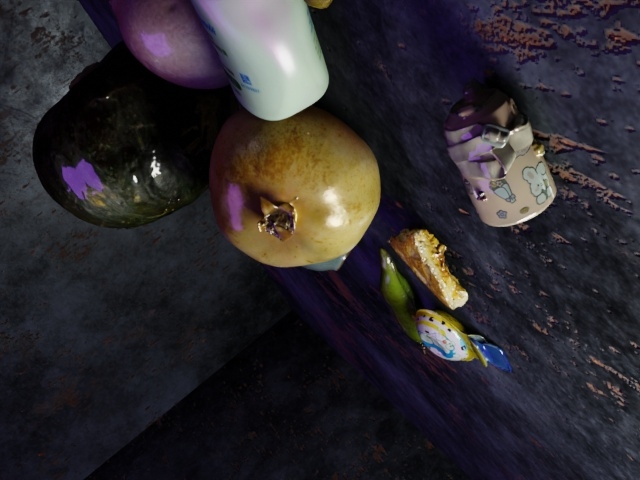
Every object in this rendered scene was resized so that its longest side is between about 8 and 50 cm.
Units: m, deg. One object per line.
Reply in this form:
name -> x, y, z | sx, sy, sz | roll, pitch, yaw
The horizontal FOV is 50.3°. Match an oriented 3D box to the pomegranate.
pomegranate -> -0.050, -0.091, 1.157 | 0.319, 0.319, 0.319 | 49, 169, 13

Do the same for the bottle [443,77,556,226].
bottle -> 0.186, -0.097, 0.734 | 0.152, 0.099, 0.099 | 60, 166, -24

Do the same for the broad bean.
broad bean -> 0.188, 0.142, 1.567 | 0.077, 0.061, 0.339 | 26, 154, 49

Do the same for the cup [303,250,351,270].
cup -> 0.000, 0.000, 1.646 | 0.150, 0.199, 0.199 | 33, 168, 0

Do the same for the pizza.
pizza -> 0.188, 0.027, 1.225 | 0.182, 0.062, 0.161 | 49, 177, 36

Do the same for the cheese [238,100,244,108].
cheese -> -0.136, -0.287, 1.477 | 0.255, 0.050, 0.127 | 59, 166, -14

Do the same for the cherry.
cherry -> -0.235, -0.365, 1.189 | 0.239, 0.239, 0.206 | 166, 90, -78

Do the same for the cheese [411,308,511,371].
cheese -> 0.280, 0.205, 1.398 | 0.250, 0.064, 0.156 | 16, 146, 51

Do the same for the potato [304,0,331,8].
potato -> -0.002, -0.326, 0.877 | 0.092, 0.045, 0.046 | 127, 143, -77

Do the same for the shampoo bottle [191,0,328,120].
shampoo bottle -> -0.103, -0.343, 0.949 | 0.222, 0.151, 0.349 | 60, 175, 36

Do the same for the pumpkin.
pumpkin -> -0.378, -0.218, 1.430 | 0.344, 0.454, 0.454 | 50, 170, -23
